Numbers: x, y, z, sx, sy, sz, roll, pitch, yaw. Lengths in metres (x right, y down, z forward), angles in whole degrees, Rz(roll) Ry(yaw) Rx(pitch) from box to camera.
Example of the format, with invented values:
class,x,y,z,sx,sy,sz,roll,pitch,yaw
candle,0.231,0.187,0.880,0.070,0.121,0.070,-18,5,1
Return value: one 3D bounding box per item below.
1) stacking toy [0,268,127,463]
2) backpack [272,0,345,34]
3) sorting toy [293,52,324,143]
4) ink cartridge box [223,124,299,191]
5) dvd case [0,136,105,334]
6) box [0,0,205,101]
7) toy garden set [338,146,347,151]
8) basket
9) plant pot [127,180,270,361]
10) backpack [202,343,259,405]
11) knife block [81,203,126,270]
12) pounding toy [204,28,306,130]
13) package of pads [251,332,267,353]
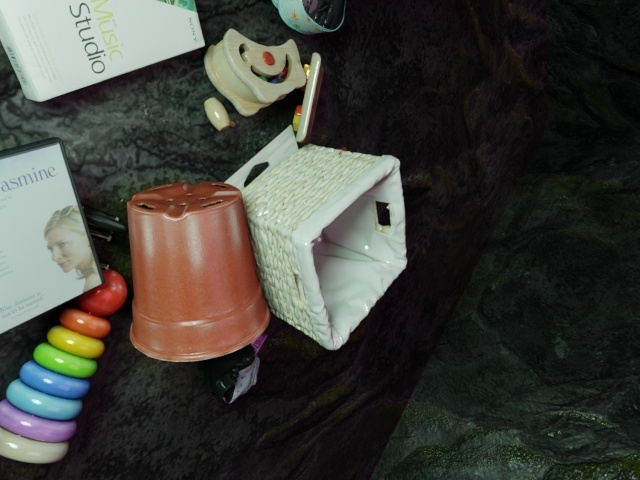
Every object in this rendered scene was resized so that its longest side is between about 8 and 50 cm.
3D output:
class,x,y,z,sx,sy,sz,roll,pitch,yaw
stacking toy,-0.444,0.203,0.865,0.141,0.141,0.330,43,64,-53
backpack,-0.022,-0.539,1.045,0.166,0.144,0.188,-1,93,-53
sorting toy,-0.030,-0.326,1.155,0.208,0.038,0.193,-81,-177,-80
ink cartridge box,-0.143,-0.092,1.168,0.296,0.066,0.261,-48,139,-30
dvd case,-0.426,-0.004,0.707,0.180,0.022,0.253,-32,130,-41
box,-0.343,-0.381,0.764,0.322,0.058,0.232,-40,135,-37
toy garden set,0.035,-0.129,1.413,0.244,0.049,0.204,-54,144,-21
basket,0.000,0.000,1.118,0.331,0.266,0.328,-44,138,-34
plant pot,-0.238,0.039,0.930,0.272,0.272,0.265,-26,123,-46
backpack,-0.218,0.312,1.197,0.115,0.152,0.182,-21,135,-37
knife block,-0.439,-0.049,0.767,0.242,0.088,0.275,-38,133,-39
pounding toy,-0.167,-0.336,1.017,0.269,0.155,0.154,-45,110,-46
package of pads,-0.182,0.277,1.322,0.083,0.032,0.050,-58,146,-17
